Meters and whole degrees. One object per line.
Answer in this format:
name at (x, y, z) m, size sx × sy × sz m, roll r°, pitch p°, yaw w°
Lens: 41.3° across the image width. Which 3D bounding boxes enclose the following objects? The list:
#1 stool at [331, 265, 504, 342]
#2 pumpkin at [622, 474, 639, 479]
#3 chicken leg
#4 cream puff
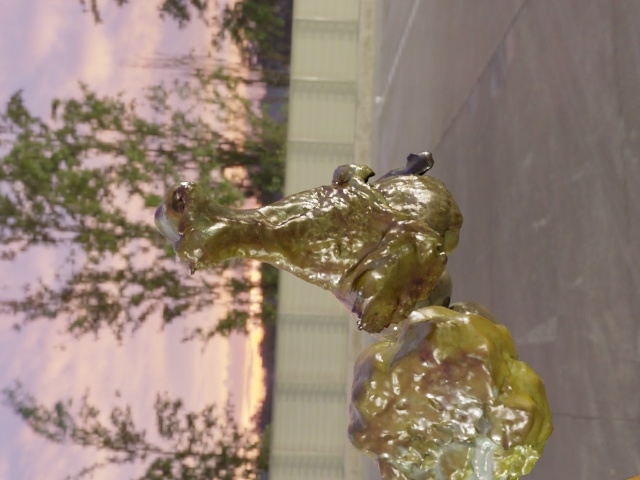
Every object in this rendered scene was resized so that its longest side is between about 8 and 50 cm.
stool at (0.164, 0.116, 1.474) m, size 0.179 × 0.264 × 0.179 m, roll -45°, pitch -1°, yaw -1°
pumpkin at (0.684, 0.524, 1.563) m, size 0.317 × 0.139 × 0.222 m, roll -6°, pitch 57°, yaw 52°
chicken leg at (0.009, 0.013, 0.975) m, size 0.212 × 0.360 × 0.140 m, roll 60°, pitch 149°, yaw 30°
cream puff at (0.170, 0.216, 1.116) m, size 0.185 × 0.281 × 0.282 m, roll -41°, pitch -45°, yaw -72°
